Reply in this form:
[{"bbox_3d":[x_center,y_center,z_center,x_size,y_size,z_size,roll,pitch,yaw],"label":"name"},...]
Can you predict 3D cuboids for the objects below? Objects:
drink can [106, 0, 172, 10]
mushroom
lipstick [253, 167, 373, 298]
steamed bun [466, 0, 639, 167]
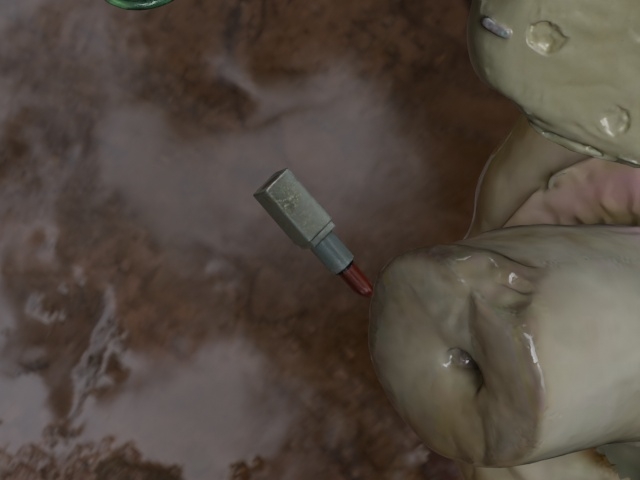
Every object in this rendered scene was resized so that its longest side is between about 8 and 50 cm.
[{"bbox_3d":[-0.161,-0.267,1.202,0.118,0.118,0.205,-7,43,-24],"label":"drink can"},{"bbox_3d":[0.199,0.066,0.870,0.353,0.325,0.353,-5,40,4],"label":"mushroom"},{"bbox_3d":[0.001,0.000,1.299,0.030,0.030,0.129,-45,102,-22],"label":"lipstick"},{"bbox_3d":[0.129,-0.094,0.642,0.129,0.112,0.091,21,32,5],"label":"steamed bun"}]
